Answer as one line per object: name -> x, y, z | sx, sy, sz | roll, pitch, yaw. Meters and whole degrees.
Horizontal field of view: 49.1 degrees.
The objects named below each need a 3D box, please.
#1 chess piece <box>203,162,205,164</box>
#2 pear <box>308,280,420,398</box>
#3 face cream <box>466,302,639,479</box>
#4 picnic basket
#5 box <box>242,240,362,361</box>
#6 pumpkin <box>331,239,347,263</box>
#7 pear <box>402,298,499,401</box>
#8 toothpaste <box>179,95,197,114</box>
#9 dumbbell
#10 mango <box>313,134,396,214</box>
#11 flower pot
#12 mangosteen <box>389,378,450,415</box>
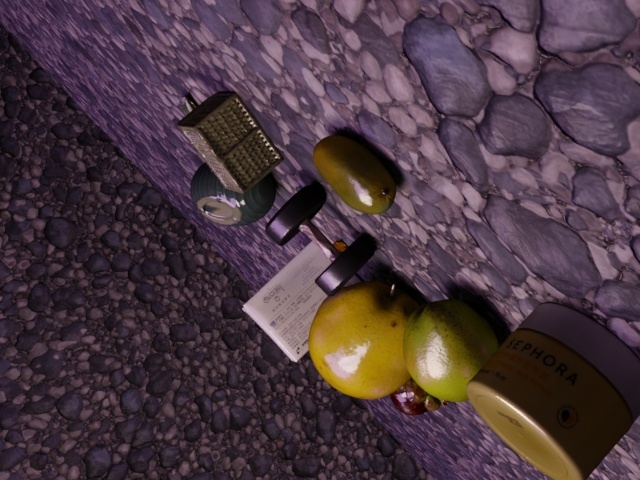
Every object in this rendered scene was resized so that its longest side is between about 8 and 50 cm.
chess piece -> -0.332, -0.213, 2.187 | 0.083, 0.038, 0.084 | 44, 168, 12
pear -> 0.125, 0.225, 1.670 | 0.285, 0.336, 0.285 | 34, -145, -28
face cream -> 0.363, 0.235, 1.076 | 0.218, 0.179, 0.218 | 43, 166, 14
picnic basket -> -0.212, -0.224, 1.601 | 0.196, 0.134, 0.154 | 53, 161, -27
box -> -0.041, 0.156, 1.860 | 0.203, 0.274, 0.116 | 46, 169, 1
pumpkin -> 0.049, 0.042, 1.741 | 0.074, 0.054, 0.083 | 49, 172, 9
pear -> 0.245, 0.201, 1.343 | 0.187, 0.187, 0.220 | 26, 153, 56
toothpaste -> -0.291, -0.281, 1.865 | 0.248, 0.047, 0.078 | 52, 169, -15
dumbbell -> 0.000, 0.000, 1.562 | 0.218, 0.152, 0.152 | 45, 166, 3
mango -> 0.052, -0.117, 1.210 | 0.191, 0.085, 0.122 | 39, 167, 26
flower pot -> -0.228, -0.128, 1.811 | 0.243, 0.157, 0.189 | -1, 135, 37
mangosteen -> 0.278, 0.404, 1.939 | 0.181, 0.155, 0.146 | -32, 75, 48
